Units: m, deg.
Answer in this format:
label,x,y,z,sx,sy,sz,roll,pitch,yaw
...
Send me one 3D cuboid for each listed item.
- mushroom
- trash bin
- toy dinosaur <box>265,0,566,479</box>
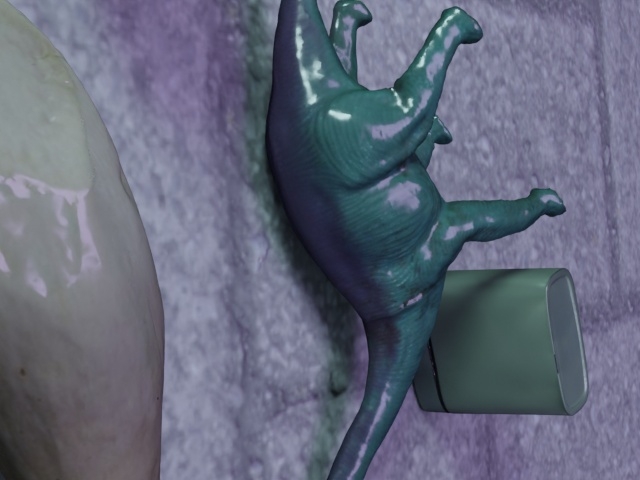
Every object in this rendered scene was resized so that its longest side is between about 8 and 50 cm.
label,x,y,z,sx,sy,sz,roll,pitch,yaw
mushroom,-0.142,0.033,0.570,0.128,0.128,0.350,-36,120,-50
trash bin,0.137,0.081,0.941,0.059,0.129,0.116,-27,109,-52
toy dinosaur,0.000,0.000,0.806,0.331,0.129,0.383,-51,120,-22
